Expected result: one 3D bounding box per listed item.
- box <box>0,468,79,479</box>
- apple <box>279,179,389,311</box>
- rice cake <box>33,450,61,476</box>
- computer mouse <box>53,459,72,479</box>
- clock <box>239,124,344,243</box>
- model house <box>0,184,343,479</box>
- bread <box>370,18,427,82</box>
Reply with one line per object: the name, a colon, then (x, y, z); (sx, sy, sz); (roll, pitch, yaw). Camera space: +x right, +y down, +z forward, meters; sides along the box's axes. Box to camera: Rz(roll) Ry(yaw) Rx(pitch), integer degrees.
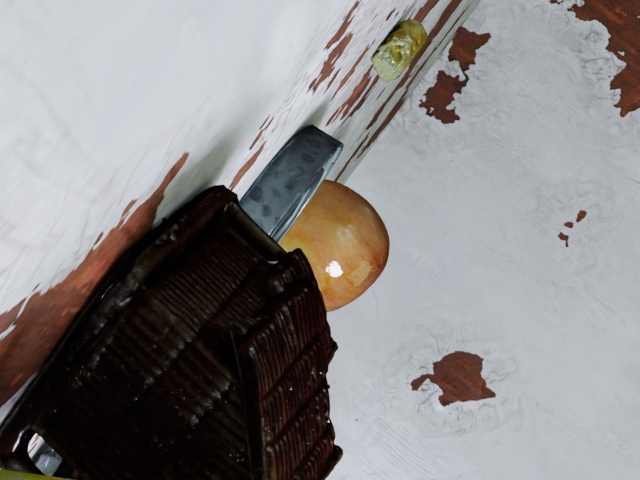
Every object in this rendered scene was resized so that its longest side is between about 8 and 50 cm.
box: (-0.212, 0.259, 1.004); (0.175, 0.260, 0.062); (124, -26, -53)
apple: (0.000, 0.000, 2.168); (0.253, 0.253, 0.253); (-53, 178, -3)
rice cake: (-0.384, 0.341, 1.480); (0.208, 0.033, 0.033); (-55, -153, 3)
computer mouse: (-0.251, 0.325, 1.485); (0.269, 0.100, 0.170); (-19, -140, 28)
clock: (-0.079, -0.034, 1.765); (0.313, 0.061, 0.312); (-53, 178, -3)
model house: (-0.107, 0.155, 1.206); (0.297, 0.282, 0.317); (-55, 177, 26)
bread: (0.131, -0.312, 1.937); (0.110, 0.060, 0.066); (-51, 149, -30)
